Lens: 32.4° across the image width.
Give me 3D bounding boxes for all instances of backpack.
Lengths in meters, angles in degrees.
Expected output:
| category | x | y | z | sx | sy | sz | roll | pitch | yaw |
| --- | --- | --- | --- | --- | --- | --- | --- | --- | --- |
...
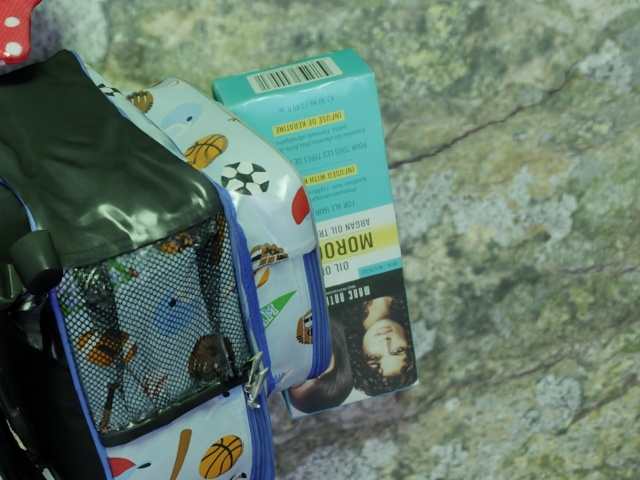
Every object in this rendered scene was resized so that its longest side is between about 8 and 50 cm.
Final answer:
| category | x | y | z | sx | sy | sz | roll | pitch | yaw |
| --- | --- | --- | --- | --- | --- | --- | --- | --- | --- |
| backpack | -0.119 | 0.040 | 0.654 | 0.213 | 0.276 | 0.263 | -14 | 123 | -22 |

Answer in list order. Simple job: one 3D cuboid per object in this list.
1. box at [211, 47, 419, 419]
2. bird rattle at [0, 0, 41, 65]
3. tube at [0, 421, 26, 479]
| category | x | y | z | sx | sy | sz | roll | pitch | yaw |
| --- | --- | --- | --- | --- | --- | --- | --- | --- | --- |
| box | 0.000 | 0.000 | 0.759 | 0.100 | 0.060 | 0.244 | -15 | 118 | -7 |
| bird rattle | -0.248 | -0.203 | 0.563 | 0.253 | 0.143 | 0.207 | 17 | 94 | -25 |
| tube | -0.248 | 0.097 | 0.751 | 0.070 | 0.062 | 0.240 | 4 | 132 | 33 |
